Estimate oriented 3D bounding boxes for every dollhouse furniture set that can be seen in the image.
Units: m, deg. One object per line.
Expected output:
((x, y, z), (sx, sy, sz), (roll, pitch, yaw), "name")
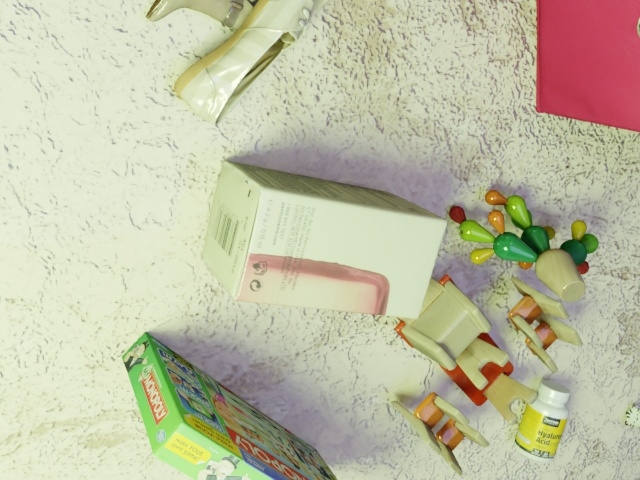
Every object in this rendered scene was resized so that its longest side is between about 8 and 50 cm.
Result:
((0.201, 0.152, 0.998), (0.262, 0.135, 0.259), (-46, 130, -5), "dollhouse furniture set")

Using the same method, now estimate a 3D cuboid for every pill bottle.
((0.352, 0.283, 1.121), (0.065, 0.065, 0.116), (9, 102, -26), "pill bottle")

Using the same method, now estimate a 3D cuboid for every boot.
((-0.116, -0.254, 0.753), (0.087, 0.042, 0.118), (39, 92, -34), "boot")

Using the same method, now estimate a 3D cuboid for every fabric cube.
((0.443, -0.284, 0.870), (0.259, 0.258, 0.254), (-16, 113, -19), "fabric cube")

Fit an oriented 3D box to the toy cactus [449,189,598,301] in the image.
((0.287, 0.019, 0.951), (0.219, 0.180, 0.112), (16, 119, -23), "toy cactus")

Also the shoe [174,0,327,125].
((-0.058, -0.211, 0.765), (0.219, 0.076, 0.058), (-42, 80, 1), "shoe")

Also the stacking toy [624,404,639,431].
((0.642, 0.255, 1.254), (0.167, 0.052, 0.221), (19, 96, -30), "stacking toy")

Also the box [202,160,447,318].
((0.000, 0.000, 0.824), (0.232, 0.148, 0.126), (9, 103, -26), "box")

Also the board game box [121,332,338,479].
((-0.080, 0.248, 0.831), (0.046, 0.213, 0.317), (-49, 119, -3), "board game box")
